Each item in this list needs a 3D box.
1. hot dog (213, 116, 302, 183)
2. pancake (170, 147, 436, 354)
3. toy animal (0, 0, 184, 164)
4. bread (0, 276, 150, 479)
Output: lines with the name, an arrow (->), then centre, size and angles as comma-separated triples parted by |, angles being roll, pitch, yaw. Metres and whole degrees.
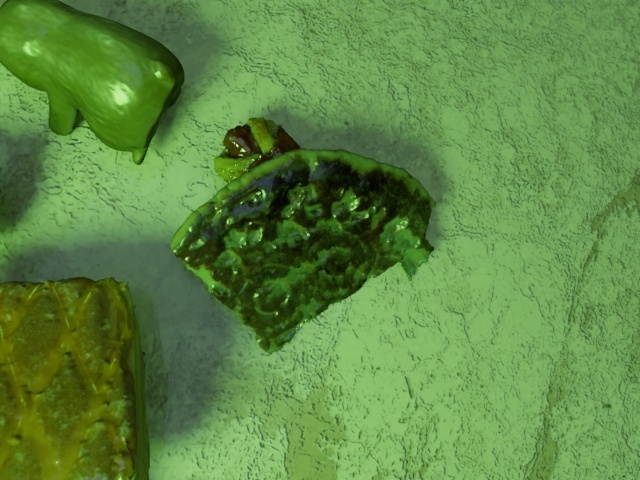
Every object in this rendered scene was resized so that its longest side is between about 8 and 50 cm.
hot dog -> -0.070, -0.108, 0.820 | 0.213, 0.103, 0.146 | 35, 74, -10
pancake -> -0.002, -0.004, 0.801 | 0.427, 0.067, 0.304 | -26, 118, -14
toy animal -> -0.382, -0.274, 0.742 | 0.363, 0.180, 0.181 | 25, 70, -2
bread -> -0.364, 0.209, 0.612 | 0.279, 0.207, 0.279 | -8, 54, -17
